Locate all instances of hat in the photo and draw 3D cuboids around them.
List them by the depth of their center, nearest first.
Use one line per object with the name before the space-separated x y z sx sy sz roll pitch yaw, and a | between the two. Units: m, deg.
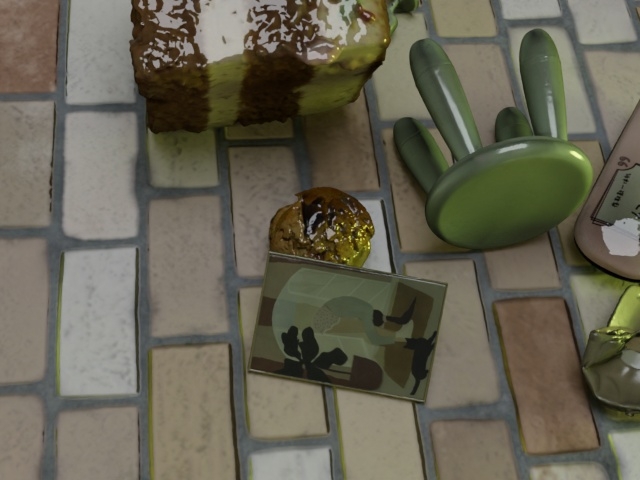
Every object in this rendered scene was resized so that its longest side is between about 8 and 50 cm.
hat | 0.384 0.128 1.176 0.147 0.084 0.175 20 36 19

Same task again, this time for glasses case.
glasses case | 0.415 -0.078 1.289 0.122 0.075 0.314 27 60 14

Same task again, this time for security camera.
security camera | 0.087 -0.308 1.415 0.058 0.058 0.092 39 75 16

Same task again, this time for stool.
stool | 0.196 -0.119 1.224 0.195 0.195 0.198 -9 58 -11

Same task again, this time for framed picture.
framed picture | 0.030 0.095 1.138 0.201 0.010 0.135 10 95 0

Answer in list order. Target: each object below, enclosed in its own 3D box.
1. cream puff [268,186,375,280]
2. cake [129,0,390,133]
cream puff | 0.000 0.000 1.187 0.120 0.104 0.133 12 59 -6
cake | -0.082 -0.278 1.224 0.291 0.282 0.255 -4 81 -8
